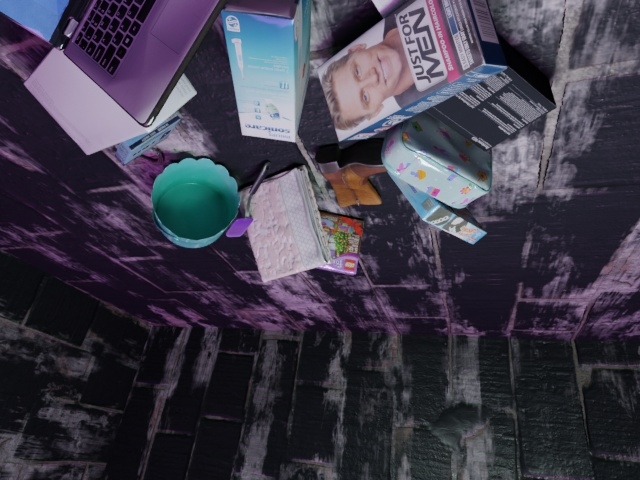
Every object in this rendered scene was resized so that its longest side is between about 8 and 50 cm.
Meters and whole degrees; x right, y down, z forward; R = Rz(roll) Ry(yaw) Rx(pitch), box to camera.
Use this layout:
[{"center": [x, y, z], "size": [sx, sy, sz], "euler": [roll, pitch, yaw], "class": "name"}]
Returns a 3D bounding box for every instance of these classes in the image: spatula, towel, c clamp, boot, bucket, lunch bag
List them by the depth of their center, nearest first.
[{"center": [0.291, -0.218, 1.034], "size": [0.278, 0.224, 0.108], "euler": [24, 143, -16], "class": "lunch bag"}, {"center": [0.144, -0.177, 1.281], "size": [0.263, 0.096, 0.280], "euler": [-6, 151, 19], "class": "boot"}, {"center": [-0.575, -0.292, 1.340], "size": [0.160, 0.022, 0.137], "euler": [24, 148, -26], "class": "c clamp"}, {"center": [-0.229, -0.128, 1.374], "size": [0.030, 0.297, 0.084], "euler": [38, -156, 27], "class": "spatula"}, {"center": [-0.412, -0.112, 1.374], "size": [0.280, 0.282, 0.183], "euler": [18, 159, -17], "class": "bucket"}, {"center": [-0.131, -0.046, 1.393], "size": [0.316, 0.333, 0.053], "euler": [-17, 179, 38], "class": "towel"}]

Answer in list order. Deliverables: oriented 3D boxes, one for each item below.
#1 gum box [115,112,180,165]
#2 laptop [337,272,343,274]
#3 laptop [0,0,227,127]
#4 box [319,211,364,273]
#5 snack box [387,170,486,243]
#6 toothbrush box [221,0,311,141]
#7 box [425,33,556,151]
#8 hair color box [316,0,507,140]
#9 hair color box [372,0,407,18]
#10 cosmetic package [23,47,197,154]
[{"center": [-0.475, -0.280, 1.148], "size": [0.041, 0.157, 0.184], "euler": [53, 154, -16], "class": "gum box"}, {"center": [-0.038, 0.106, 1.809], "size": [0.234, 0.137, 0.264], "euler": [16, 151, -13], "class": "laptop"}, {"center": [-0.329, -0.446, 0.564], "size": [0.407, 0.382, 0.236], "euler": [41, -168, 22], "class": "laptop"}, {"center": [0.000, 0.000, 1.527], "size": [0.292, 0.201, 0.057], "euler": [11, 168, -6], "class": "box"}, {"center": [0.335, -0.103, 1.184], "size": [0.321, 0.187, 0.060], "euler": [17, 126, -47], "class": "snack box"}, {"center": [-0.093, -0.379, 0.838], "size": [0.126, 0.217, 0.296], "euler": [8, 151, 0], "class": "toothbrush box"}, {"center": [0.349, -0.332, 0.923], "size": [0.261, 0.103, 0.184], "euler": [23, 144, -26], "class": "box"}, {"center": [0.161, -0.341, 0.835], "size": [0.105, 0.174, 0.347], "euler": [-18, -179, -43], "class": "hair color box"}, {"center": [0.114, -0.492, 0.744], "size": [0.093, 0.054, 0.167], "euler": [-14, 146, 35], "class": "hair color box"}, {"center": [-0.477, -0.339, 0.935], "size": [0.384, 0.156, 0.217], "euler": [2, 134, 43], "class": "cosmetic package"}]
